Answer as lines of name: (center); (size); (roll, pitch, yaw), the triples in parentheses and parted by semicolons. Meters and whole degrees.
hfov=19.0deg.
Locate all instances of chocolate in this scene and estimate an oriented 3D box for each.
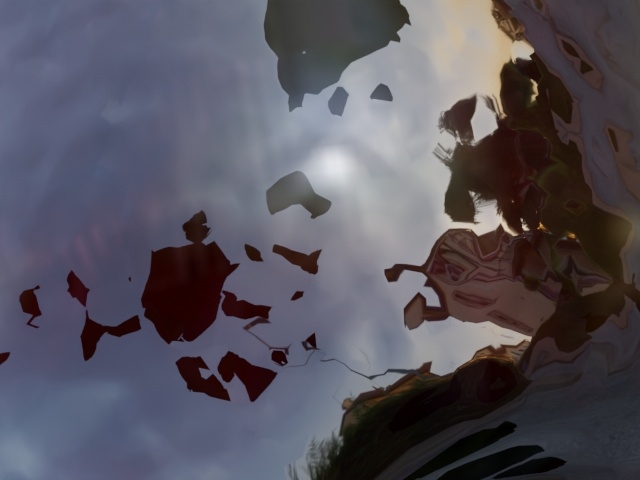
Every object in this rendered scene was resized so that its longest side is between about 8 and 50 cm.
chocolate: (0.000, 0.000, 0.604); (0.383, 0.384, 0.331); (-45, 36, 22)
